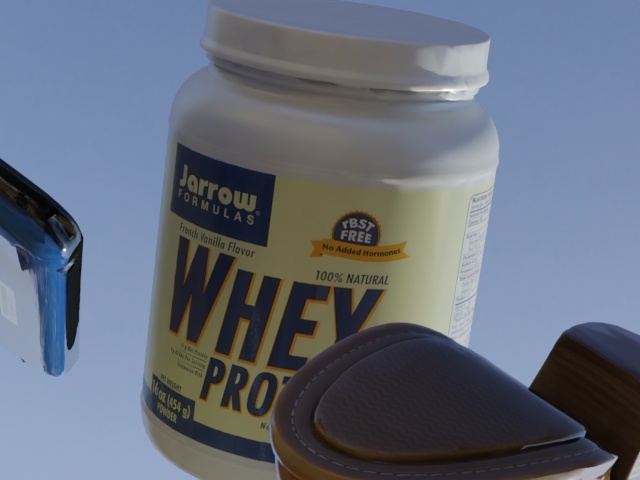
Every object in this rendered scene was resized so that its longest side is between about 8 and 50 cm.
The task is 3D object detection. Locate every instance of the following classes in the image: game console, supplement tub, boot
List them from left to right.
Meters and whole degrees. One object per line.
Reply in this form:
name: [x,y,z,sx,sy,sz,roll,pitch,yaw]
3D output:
game console: [-0.199,-0.083,0.891,0.250,0.173,0.293,36,-20,3]
supplement tub: [0.000,0.000,1.109,0.235,0.235,0.325,17,-72,32]
boot: [0.036,0.106,0.470,0.073,0.197,0.152,37,-68,34]
